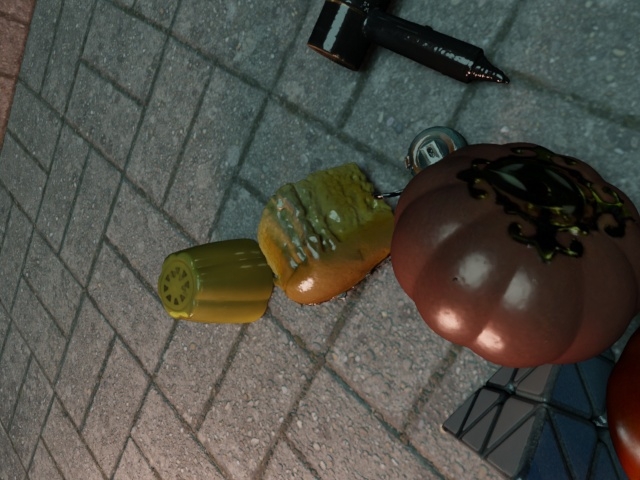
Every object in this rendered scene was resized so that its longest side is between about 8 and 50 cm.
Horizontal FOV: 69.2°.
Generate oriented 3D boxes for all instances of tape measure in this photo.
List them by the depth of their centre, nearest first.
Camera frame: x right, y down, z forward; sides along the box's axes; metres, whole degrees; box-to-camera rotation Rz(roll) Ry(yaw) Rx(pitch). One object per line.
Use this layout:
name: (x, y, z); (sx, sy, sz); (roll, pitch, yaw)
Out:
tape measure: (0.152, -0.123, 0.709); (0.104, 0.179, 0.107); (-41, 68, 46)

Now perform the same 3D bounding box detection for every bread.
bread: (0.000, 0.000, 0.817); (0.262, 0.162, 0.204); (-40, 71, 19)

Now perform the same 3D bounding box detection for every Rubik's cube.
Rubik's cube: (0.304, 0.249, 0.615); (0.228, 0.228, 0.233); (-109, 5, -56)

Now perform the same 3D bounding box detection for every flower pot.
flower pot: (-0.228, 0.088, 0.968); (0.195, 0.179, 0.195); (-1, 88, 37)

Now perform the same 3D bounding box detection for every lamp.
lamp: (0.234, 0.021, 0.586); (0.305, 0.305, 0.240); (43, 146, 27)

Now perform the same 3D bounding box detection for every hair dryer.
hair dryer: (0.158, -0.344, 0.757); (0.352, 0.107, 0.189); (33, 107, 22)

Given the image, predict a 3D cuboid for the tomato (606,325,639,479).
tomato: (0.446, 0.176, 0.451); (0.226, 0.299, 0.299); (36, 114, -6)
